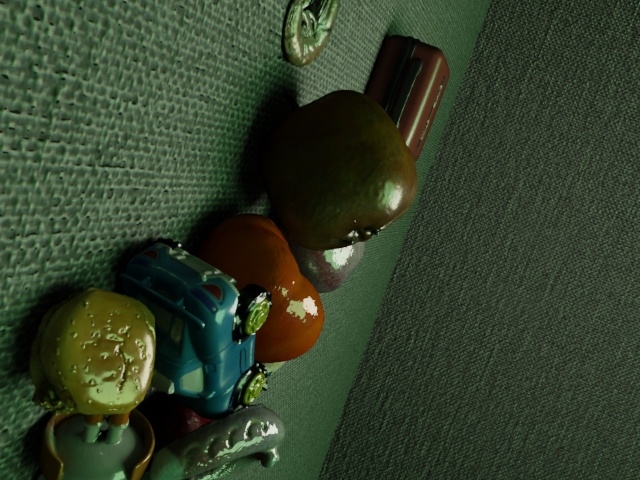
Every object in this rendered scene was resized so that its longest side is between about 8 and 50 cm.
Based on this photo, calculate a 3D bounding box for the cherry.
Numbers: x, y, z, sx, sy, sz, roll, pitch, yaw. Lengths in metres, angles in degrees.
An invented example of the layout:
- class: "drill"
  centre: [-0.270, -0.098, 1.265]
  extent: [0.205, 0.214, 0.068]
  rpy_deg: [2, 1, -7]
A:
- class: "cherry"
  centre: [0.000, 0.000, 1.372]
  extent: [0.266, 0.183, 0.213]
  rpy_deg: [77, 27, -58]

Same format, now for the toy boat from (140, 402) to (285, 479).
- class: "toy boat"
  centre: [-0.147, 0.323, 0.948]
  extent: [0.227, 0.085, 0.155]
  rpy_deg: [-15, 148, -38]

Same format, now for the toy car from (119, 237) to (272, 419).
- class: "toy car"
  centre: [-0.191, 0.150, 0.919]
  extent: [0.166, 0.198, 0.314]
  rpy_deg: [-42, 151, -41]

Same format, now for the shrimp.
- class: "shrimp"
  centre: [-0.006, -0.402, 1.086]
  extent: [0.126, 0.047, 0.223]
  rpy_deg: [4, 108, -64]

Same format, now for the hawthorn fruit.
- class: "hawthorn fruit"
  centre: [0.023, -0.139, 1.140]
  extent: [0.267, 0.301, 0.268]
  rpy_deg: [-25, 177, -1]

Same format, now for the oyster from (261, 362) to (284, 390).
- class: "oyster"
  centre: [-0.121, 0.238, 1.478]
  extent: [0.198, 0.092, 0.260]
  rpy_deg: [-57, 152, -37]

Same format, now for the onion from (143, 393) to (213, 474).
- class: "onion"
  centre: [-0.231, 0.373, 1.108]
  extent: [0.248, 0.161, 0.248]
  rpy_deg: [11, 90, -75]

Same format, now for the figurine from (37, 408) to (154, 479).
- class: "figurine"
  centre: [-0.302, 0.310, 0.851]
  extent: [0.143, 0.143, 0.271]
  rpy_deg: [-20, 128, -70]

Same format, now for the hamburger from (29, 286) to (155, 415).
- class: "hamburger"
  centre: [-0.261, 0.130, 0.753]
  extent: [0.138, 0.083, 0.147]
  rpy_deg: [20, 64, -40]

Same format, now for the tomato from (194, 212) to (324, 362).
- class: "tomato"
  centre: [-0.106, 0.086, 1.071]
  extent: [0.180, 0.260, 0.260]
  rpy_deg: [-34, 159, -4]

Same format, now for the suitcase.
- class: "suitcase"
  centre: [0.212, -0.356, 1.668]
  extent: [0.297, 0.161, 0.236]
  rpy_deg: [-69, 164, 5]
